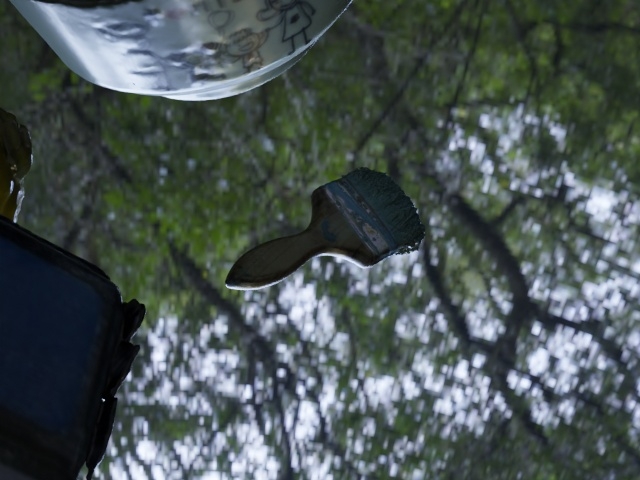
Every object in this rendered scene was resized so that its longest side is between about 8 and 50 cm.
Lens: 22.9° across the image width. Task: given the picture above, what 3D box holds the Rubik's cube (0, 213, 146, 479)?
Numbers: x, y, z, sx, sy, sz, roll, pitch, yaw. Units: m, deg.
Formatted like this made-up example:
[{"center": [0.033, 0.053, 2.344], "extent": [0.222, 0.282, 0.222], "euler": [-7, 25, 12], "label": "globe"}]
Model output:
[{"center": [-0.347, 0.140, 0.729], "extent": [0.359, 0.363, 0.362], "euler": [31, -134, -28], "label": "Rubik's cube"}]

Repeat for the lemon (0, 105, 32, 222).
[{"center": [-0.411, -0.025, 1.227], "extent": [0.387, 0.349, 0.349], "euler": [-10, -127, -1], "label": "lemon"}]

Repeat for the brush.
[{"center": [0.000, 0.000, 0.998], "extent": [0.070, 0.021, 0.196], "euler": [54, -141, 9], "label": "brush"}]

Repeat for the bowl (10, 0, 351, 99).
[{"center": [-0.064, -0.150, 0.824], "extent": [0.212, 0.112, 0.211], "euler": [-10, -137, 10], "label": "bowl"}]
